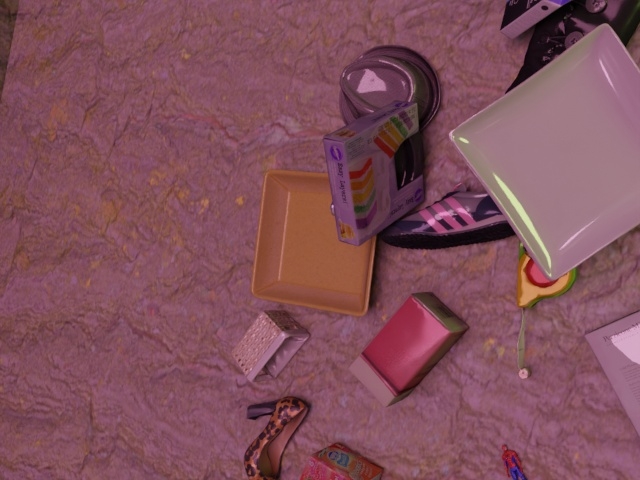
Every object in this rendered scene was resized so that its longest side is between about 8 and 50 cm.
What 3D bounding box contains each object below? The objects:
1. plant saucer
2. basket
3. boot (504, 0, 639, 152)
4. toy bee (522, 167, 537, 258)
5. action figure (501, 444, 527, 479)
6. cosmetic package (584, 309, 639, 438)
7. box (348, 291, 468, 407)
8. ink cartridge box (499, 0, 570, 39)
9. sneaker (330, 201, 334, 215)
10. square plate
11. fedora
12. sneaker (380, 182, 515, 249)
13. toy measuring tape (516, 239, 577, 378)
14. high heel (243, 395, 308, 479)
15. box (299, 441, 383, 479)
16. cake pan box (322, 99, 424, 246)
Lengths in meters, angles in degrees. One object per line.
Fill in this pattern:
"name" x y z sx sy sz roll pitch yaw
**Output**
"plant saucer" 0.000 0.000 1.663 0.333 0.081 0.332 7 91 29
"basket" -0.131 0.265 1.701 0.103 0.113 0.167 46 108 26
"boot" 0.601 -0.390 1.344 0.367 0.146 0.445 28 96 24
"toy bee" 0.420 -0.136 1.371 0.195 0.162 0.298 14 119 34
"action figure" 0.421 0.497 1.443 0.038 0.030 0.115 -33 71 28
"cosmetic package" 0.737 0.224 1.233 0.377 0.097 0.284 -32 75 29
"box" 0.199 0.241 1.505 0.127 0.149 0.232 44 108 22
"ink cartridge box" 0.464 -0.548 1.371 0.208 0.045 0.206 -19 52 67
"sneaker" 0.073 -0.117 1.558 0.059 0.053 0.144 26 108 27
"square plate" 0.473 -0.158 1.241 0.347 0.049 0.344 -35 92 8
"fedora" 0.141 -0.356 1.583 0.275 0.124 0.243 32 101 25
"sneaker" 0.290 -0.059 1.512 0.319 0.112 0.131 -7 67 24
"toy measuring tape" 0.471 0.126 1.390 0.121 0.121 0.330 1 88 28
"high heel" -0.099 0.528 1.674 0.186 0.093 0.261 -18 70 32
"box" 0.015 0.654 1.579 0.142 0.154 0.300 24 99 27
"cake pan box" 0.127 -0.152 1.461 0.070 0.267 0.245 19 128 39
